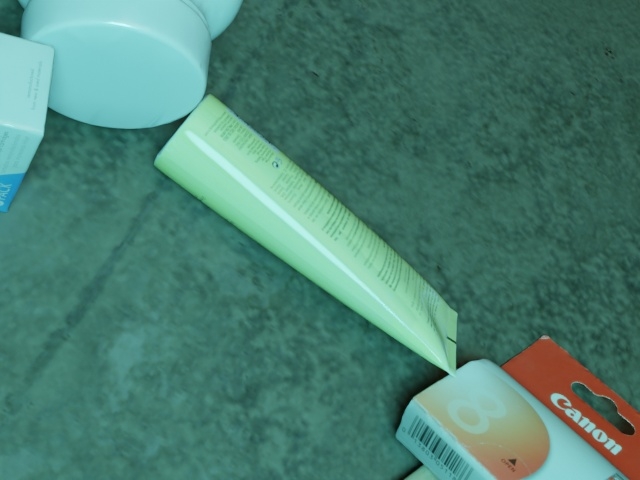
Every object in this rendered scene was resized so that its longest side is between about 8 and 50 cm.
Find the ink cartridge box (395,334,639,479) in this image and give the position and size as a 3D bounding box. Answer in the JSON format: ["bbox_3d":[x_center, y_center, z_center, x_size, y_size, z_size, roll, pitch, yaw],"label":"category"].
[{"bbox_3d":[0.161,0.129,0.682,0.179,0.045,0.145,-26,56,-39],"label":"ink cartridge box"}]

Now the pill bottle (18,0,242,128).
[{"bbox_3d":[-0.120,-0.215,0.666,0.152,0.152,0.271,12,62,-24],"label":"pill bottle"}]

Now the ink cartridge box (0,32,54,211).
[{"bbox_3d":[-0.249,-0.079,0.559,0.181,0.104,0.061,12,61,-23],"label":"ink cartridge box"}]

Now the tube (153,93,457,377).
[{"bbox_3d":[0.000,0.000,0.686,0.240,0.062,0.070,37,64,-9],"label":"tube"}]

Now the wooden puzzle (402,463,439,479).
[{"bbox_3d":[0.098,0.254,0.592,0.221,0.044,0.239,-28,57,-35],"label":"wooden puzzle"}]
